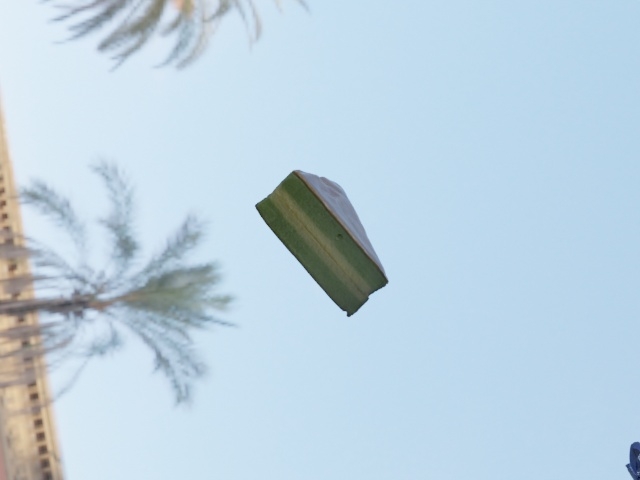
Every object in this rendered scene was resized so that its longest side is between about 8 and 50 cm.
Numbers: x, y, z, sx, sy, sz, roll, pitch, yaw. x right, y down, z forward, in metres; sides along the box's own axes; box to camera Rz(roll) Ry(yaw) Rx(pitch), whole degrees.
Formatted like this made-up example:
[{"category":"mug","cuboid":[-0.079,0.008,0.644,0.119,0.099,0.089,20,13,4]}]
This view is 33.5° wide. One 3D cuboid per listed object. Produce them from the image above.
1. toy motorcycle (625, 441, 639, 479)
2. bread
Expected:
[{"category":"toy motorcycle","cuboid":[0.483,0.375,1.449,0.205,0.076,0.114,63,5,3]},{"category":"bread","cuboid":[0.002,0.004,1.130,0.074,0.084,0.139,-40,-122,26]}]
